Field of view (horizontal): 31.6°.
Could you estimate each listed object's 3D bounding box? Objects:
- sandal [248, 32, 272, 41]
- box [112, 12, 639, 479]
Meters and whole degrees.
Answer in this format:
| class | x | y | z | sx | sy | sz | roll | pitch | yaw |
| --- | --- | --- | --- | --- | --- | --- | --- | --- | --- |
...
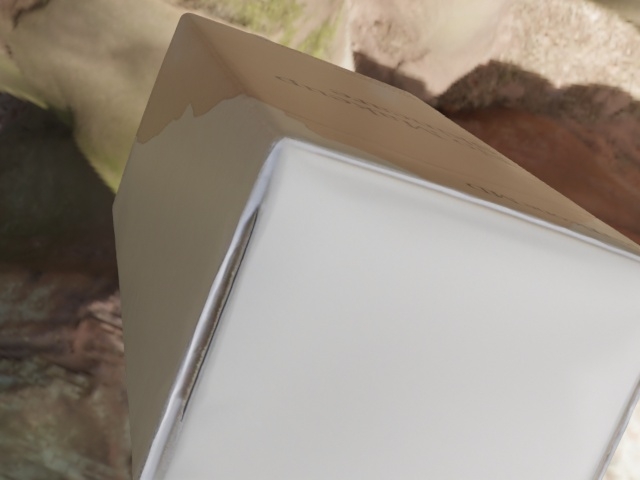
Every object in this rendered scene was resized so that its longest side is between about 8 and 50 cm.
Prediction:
| class | x | y | z | sx | sy | sz | roll | pitch | yaw |
| --- | --- | --- | --- | --- | --- | --- | --- | --- | --- |
| sandal | -0.018 | 0.019 | 1.011 | 0.102 | 0.169 | 0.416 | 15 | 133 | 60 |
| box | 0.000 | 0.000 | 0.473 | 0.148 | 0.121 | 0.311 | 18 | -167 | -18 |
